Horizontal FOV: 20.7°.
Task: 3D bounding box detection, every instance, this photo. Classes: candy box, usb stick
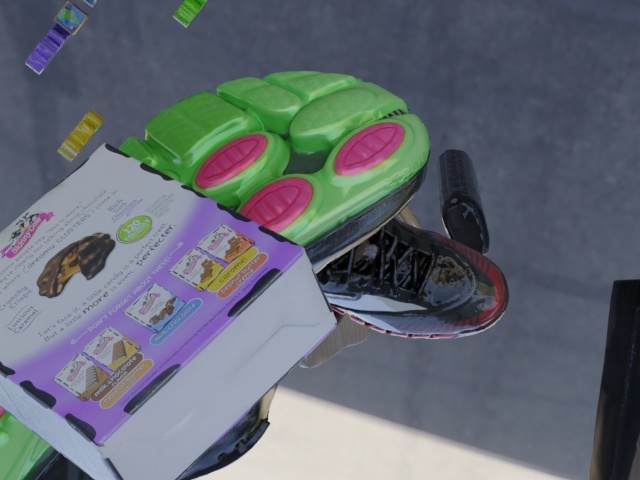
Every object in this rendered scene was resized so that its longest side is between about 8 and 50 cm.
[{"bbox_3d":[-0.118,0.044,1.043,0.196,0.165,0.070,28,153,41],"label":"candy box"},{"bbox_3d":[0.159,-0.044,1.962,0.045,0.077,0.278,-22,-168,7],"label":"usb stick"}]

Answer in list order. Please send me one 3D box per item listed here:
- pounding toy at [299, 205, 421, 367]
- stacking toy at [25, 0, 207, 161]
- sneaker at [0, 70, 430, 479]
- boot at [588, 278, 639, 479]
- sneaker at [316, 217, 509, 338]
[{"bbox_3d":[0.000,0.000,1.850,0.154,0.269,0.155,0,-178,-41],"label":"pounding toy"},{"bbox_3d":[-0.219,-0.206,1.586,0.167,0.221,0.052,40,-174,-7],"label":"stacking toy"},{"bbox_3d":[-0.102,0.055,1.319,0.483,0.185,0.202,-40,138,19],"label":"sneaker"},{"bbox_3d":[0.369,0.299,1.720,0.146,0.445,0.367,-5,152,33],"label":"boot"},{"bbox_3d":[0.032,0.014,1.465,0.276,0.097,0.135,19,172,-5],"label":"sneaker"}]
